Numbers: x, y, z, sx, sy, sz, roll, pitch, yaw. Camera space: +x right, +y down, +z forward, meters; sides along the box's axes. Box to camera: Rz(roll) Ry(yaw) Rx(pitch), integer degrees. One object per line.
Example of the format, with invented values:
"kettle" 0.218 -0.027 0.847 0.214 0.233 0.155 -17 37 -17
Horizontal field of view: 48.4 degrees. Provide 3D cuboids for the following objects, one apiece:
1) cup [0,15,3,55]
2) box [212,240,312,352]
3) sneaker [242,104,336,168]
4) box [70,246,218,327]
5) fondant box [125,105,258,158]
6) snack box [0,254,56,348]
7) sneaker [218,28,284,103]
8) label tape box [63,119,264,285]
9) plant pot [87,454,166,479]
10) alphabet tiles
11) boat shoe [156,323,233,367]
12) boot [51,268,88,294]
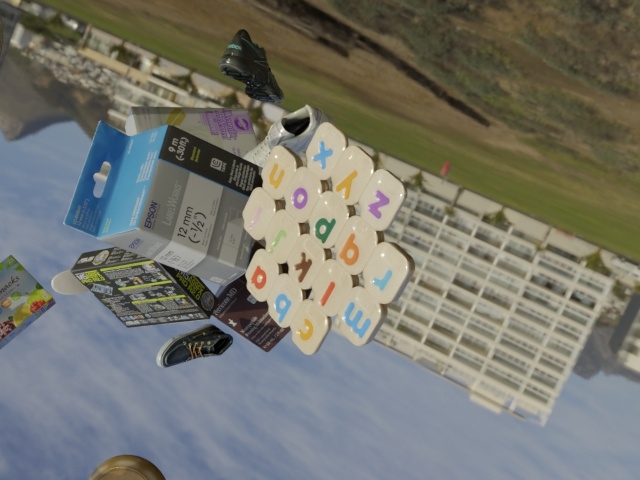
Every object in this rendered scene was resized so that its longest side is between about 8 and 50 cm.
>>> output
"cup" -0.796 -0.432 1.442 0.237 0.331 0.331 8 -173 2
"box" -0.157 0.150 1.885 0.203 0.168 0.167 35 -145 -10
"sneaker" -0.114 -0.240 1.779 0.114 0.305 0.152 59 -167 22
"box" -0.398 0.103 1.615 0.270 0.060 0.216 -10 131 32
"fondant box" -0.330 -0.234 1.890 0.330 0.096 0.238 -4 -115 -29
"snack box" -0.864 0.172 1.938 0.174 0.207 0.070 44 158 8
"sneaker" -0.151 -0.417 1.745 0.101 0.106 0.267 11 172 21
"label tape box" -0.296 -0.088 1.425 0.348 0.249 0.115 24 148 -27
"plant pot" -0.478 0.643 1.725 0.236 0.236 0.032 25 175 13
"alphabet tiles" 0.000 0.000 0.945 0.021 0.278 0.284 -2 -142 -48
"boat shoe" -0.297 0.256 1.694 0.083 0.065 0.183 16 -149 38
"boot" -0.611 0.096 1.859 0.190 0.069 0.086 -12 -172 -31
